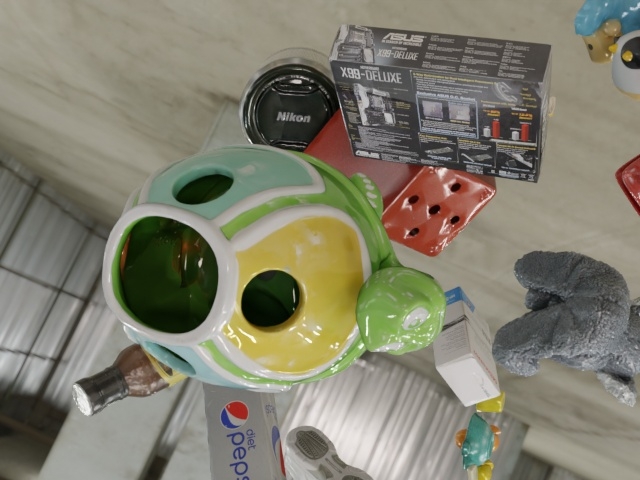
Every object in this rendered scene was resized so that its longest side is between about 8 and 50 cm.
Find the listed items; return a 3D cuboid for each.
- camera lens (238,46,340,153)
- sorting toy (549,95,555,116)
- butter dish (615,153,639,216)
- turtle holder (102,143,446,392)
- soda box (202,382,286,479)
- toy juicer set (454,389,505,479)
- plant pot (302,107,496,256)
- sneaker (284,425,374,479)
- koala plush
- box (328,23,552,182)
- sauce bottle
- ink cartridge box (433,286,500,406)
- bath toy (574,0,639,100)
[{"bbox_3d":[-0.048,-0.283,1.745,0.220,0.219,0.274,26,-161,-7],"label":"camera lens"},{"bbox_3d":[0.483,-0.300,1.913,0.075,0.044,0.083,2,-166,41],"label":"sorting toy"},{"bbox_3d":[0.743,-0.136,1.872,0.118,0.160,0.160,4,-126,-53],"label":"butter dish"},{"bbox_3d":[-0.053,0.046,0.783,0.320,0.243,0.227,42,-161,22],"label":"turtle holder"},{"bbox_3d":[-0.113,0.334,1.303,0.098,0.286,0.091,-17,143,6],"label":"soda box"},{"bbox_3d":[0.364,0.511,2.016,0.090,0.209,0.329,9,-151,20],"label":"toy juicer set"},{"bbox_3d":[0.166,-0.129,1.562,0.267,0.267,0.235,23,-151,-37],"label":"plant pot"},{"bbox_3d":[0.022,0.429,1.445,0.232,0.090,0.115,46,140,29],"label":"sneaker"},{"bbox_3d":[0.408,0.136,1.237,0.221,0.196,0.203,32,158,-26],"label":"koala plush"},{"bbox_3d":[0.182,-0.202,1.264,0.308,0.076,0.242,10,153,18],"label":"box"},{"bbox_3d":[-0.310,0.234,1.631,0.111,0.344,0.111,26,129,37],"label":"sauce bottle"},{"bbox_3d":[0.303,0.224,1.786,0.086,0.203,0.148,-25,124,21],"label":"ink cartridge box"},{"bbox_3d":[0.454,-0.214,0.998,0.129,0.151,0.348,21,-163,-33],"label":"bath toy"}]
